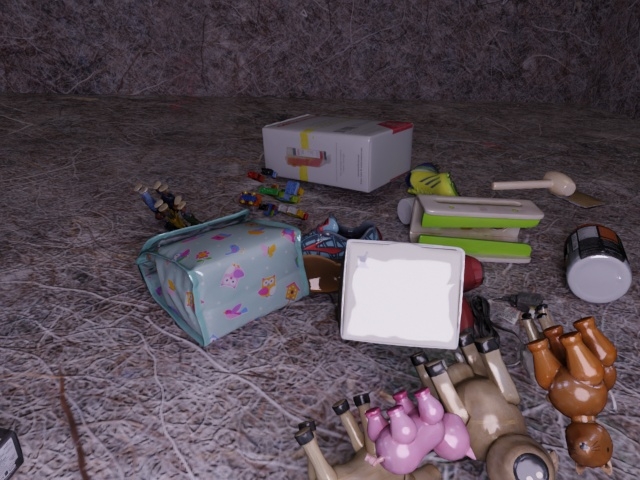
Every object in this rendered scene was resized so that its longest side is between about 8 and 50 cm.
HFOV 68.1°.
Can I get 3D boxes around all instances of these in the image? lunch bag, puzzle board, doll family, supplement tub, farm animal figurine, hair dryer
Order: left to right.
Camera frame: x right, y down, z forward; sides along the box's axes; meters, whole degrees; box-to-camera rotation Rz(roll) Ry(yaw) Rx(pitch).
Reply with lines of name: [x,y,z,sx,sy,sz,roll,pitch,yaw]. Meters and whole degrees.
doll family: [-0.354,-0.071,1.107,0.076,0.111,0.193,-43,58,-12]
lunch bag: [-0.185,0.045,0.852,0.223,0.160,0.262,-21,25,-34]
supplement tub: [0.265,-0.083,1.249,0.107,0.071,0.071,-9,30,-23]
hair dryer: [0.259,0.098,0.889,0.293,0.080,0.223,21,33,30]
farm animal figurine: [0.165,0.214,0.526,0.330,0.172,0.326,-24,-8,16]
puzzle board: [0.805,-0.132,1.486,0.096,0.011,0.128,-11,30,-25]
supplement tub: [0.582,0.040,1.006,0.116,0.117,0.190,14,28,19]

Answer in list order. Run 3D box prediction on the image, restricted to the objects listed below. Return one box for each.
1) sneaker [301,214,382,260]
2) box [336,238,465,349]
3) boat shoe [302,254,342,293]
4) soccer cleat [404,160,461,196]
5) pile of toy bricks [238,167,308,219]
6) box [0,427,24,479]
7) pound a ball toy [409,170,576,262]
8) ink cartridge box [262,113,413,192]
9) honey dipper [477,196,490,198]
sneaker: [0.000,0.000,0.992,0.261,0.125,0.104,-2,27,-13]
box: [0.099,0.077,0.701,0.147,0.121,0.311,5,-6,3]
boat shoe: [0.029,0.072,0.931,0.206,0.073,0.073,7,-10,-1]
soccer cleat: [0.319,-0.152,1.371,0.121,0.094,0.289,-27,20,7]
pile of toy bricks: [-0.105,-0.115,1.247,0.212,0.118,0.105,13,-5,36]
box: [-0.456,0.279,0.465,0.182,0.056,0.231,8,27,7]
pound a ball toy: [0.381,-0.070,1.092,0.318,0.208,0.136,2,28,-4]
ink cartridge box: [0.053,-0.283,1.470,0.384,0.161,0.279,15,28,33]
honey dipper: [0.411,-0.109,1.368,0.160,0.031,0.030,-2,28,-6]
